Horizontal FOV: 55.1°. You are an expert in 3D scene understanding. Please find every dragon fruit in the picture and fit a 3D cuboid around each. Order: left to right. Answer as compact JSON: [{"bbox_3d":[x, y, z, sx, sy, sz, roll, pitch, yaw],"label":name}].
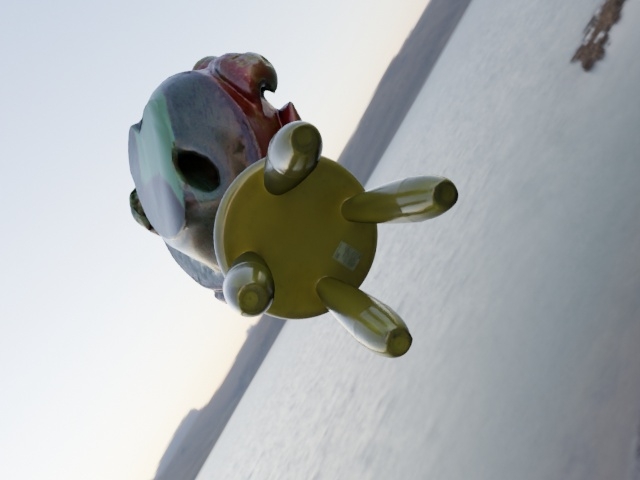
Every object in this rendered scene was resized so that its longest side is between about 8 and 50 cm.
[{"bbox_3d":[-0.119,-0.074,0.677,0.130,0.295,0.268,-7,-23,-34],"label":"dragon fruit"}]

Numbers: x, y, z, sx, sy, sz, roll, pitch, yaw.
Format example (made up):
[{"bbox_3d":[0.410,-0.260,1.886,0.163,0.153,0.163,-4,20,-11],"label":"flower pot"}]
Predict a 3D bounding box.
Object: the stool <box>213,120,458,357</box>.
[{"bbox_3d":[0.000,0.000,0.357,0.135,0.134,0.110,-28,9,-15],"label":"stool"}]
